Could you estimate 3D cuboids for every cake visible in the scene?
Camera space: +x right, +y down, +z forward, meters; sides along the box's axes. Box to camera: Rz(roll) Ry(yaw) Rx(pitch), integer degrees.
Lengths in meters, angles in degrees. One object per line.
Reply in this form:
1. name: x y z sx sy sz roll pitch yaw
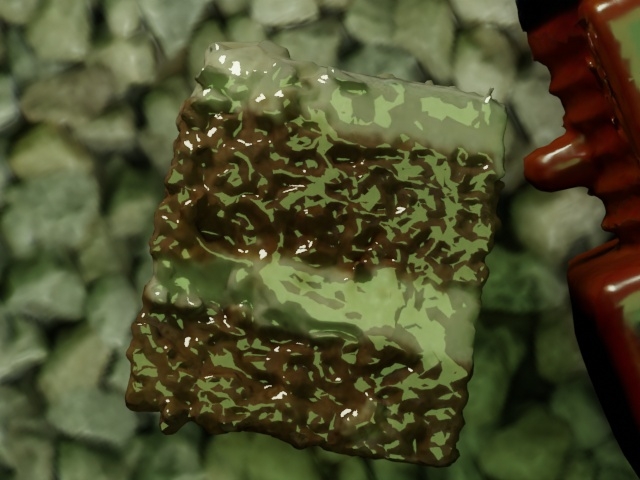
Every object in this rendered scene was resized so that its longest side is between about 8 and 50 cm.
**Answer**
1. cake: 0.000 0.000 0.474 0.135 0.134 0.147 12 97 -4

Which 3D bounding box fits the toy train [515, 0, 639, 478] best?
1. toy train: 0.201 -0.034 0.472 0.231 0.163 0.369 -22 92 7
